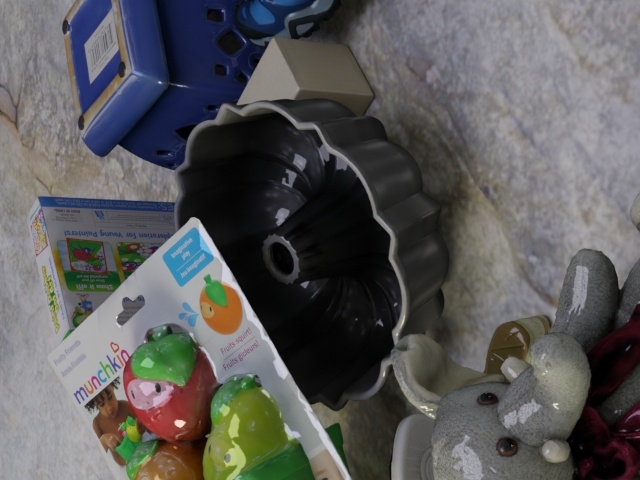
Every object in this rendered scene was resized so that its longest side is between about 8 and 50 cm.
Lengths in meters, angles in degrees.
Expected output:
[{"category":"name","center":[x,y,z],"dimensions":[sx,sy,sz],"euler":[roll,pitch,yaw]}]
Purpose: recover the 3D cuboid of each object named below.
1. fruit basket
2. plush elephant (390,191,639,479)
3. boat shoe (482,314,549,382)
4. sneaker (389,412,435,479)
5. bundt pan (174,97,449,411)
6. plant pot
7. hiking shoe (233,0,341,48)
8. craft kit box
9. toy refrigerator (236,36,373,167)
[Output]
[{"category":"fruit basket","center":[-0.134,0.204,1.314],"dimensions":[0.327,0.165,0.353],"euler":[-39,84,40]},{"category":"plush elephant","center":[0.195,0.135,0.959],"dimensions":[0.272,0.255,0.330],"euler":[61,136,36]},{"category":"boat shoe","center":[0.173,0.136,1.192],"dimensions":[0.056,0.048,0.153],"euler":[38,128,36]},{"category":"sneaker","center":[0.083,0.289,1.282],"dimensions":[0.121,0.079,0.217],"euler":[-26,70,52]},{"category":"bundt pan","center":[0.000,0.000,1.314],"dimensions":[0.331,0.124,0.331],"euler":[22,124,37]},{"category":"plant pot","center":[-0.182,-0.228,1.568],"dimensions":[0.236,0.212,0.236],"euler":[-36,59,51]},{"category":"hiking shoe","center":[-0.014,-0.313,1.365],"dimensions":[0.304,0.132,0.113],"euler":[-27,37,47]},{"category":"craft kit box","center":[-0.219,0.062,1.586],"dimensions":[0.061,0.250,0.246],"euler":[-52,47,41]},{"category":"toy refrigerator","center":[-0.054,-0.106,1.474],"dimensions":[0.269,0.102,0.094],"euler":[-58,45,39]}]
